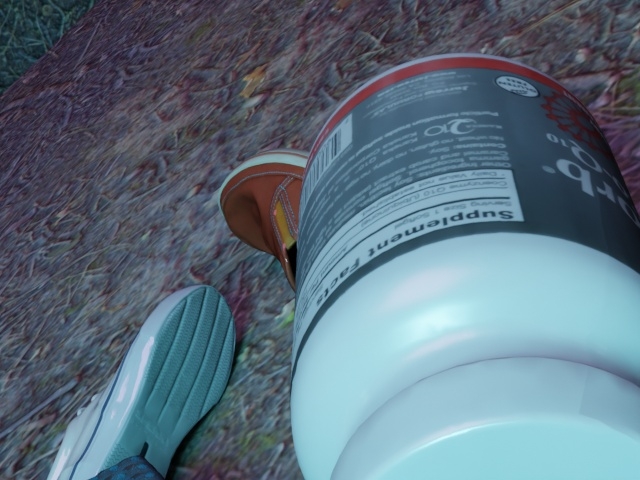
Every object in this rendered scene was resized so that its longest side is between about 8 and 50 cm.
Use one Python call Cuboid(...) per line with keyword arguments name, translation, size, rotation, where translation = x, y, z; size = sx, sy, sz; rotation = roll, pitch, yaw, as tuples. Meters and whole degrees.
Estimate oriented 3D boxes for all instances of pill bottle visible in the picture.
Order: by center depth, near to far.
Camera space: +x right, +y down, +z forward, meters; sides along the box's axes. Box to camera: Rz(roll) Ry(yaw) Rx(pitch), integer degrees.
Cuboid(name="pill bottle", translation=(0.089, 0.055, 0.713), size=(0.210, 0.210, 0.363), rotation=(-30, 26, 17))

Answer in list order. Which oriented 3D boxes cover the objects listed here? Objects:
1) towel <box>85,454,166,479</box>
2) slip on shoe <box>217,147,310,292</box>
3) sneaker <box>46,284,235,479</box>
Cuboid(name="towel", translation=(-0.149, 0.248, 0.658), size=(0.271, 0.040, 0.370), rotation=(-27, 22, -17))
Cuboid(name="slip on shoe", translation=(0.000, 0.000, 1.059), size=(0.101, 0.123, 0.331), rotation=(-49, 31, -16))
Cuboid(name="sneaker", translation=(-0.154, 0.136, 1.043), size=(0.091, 0.094, 0.258), rotation=(-12, 35, 37))
